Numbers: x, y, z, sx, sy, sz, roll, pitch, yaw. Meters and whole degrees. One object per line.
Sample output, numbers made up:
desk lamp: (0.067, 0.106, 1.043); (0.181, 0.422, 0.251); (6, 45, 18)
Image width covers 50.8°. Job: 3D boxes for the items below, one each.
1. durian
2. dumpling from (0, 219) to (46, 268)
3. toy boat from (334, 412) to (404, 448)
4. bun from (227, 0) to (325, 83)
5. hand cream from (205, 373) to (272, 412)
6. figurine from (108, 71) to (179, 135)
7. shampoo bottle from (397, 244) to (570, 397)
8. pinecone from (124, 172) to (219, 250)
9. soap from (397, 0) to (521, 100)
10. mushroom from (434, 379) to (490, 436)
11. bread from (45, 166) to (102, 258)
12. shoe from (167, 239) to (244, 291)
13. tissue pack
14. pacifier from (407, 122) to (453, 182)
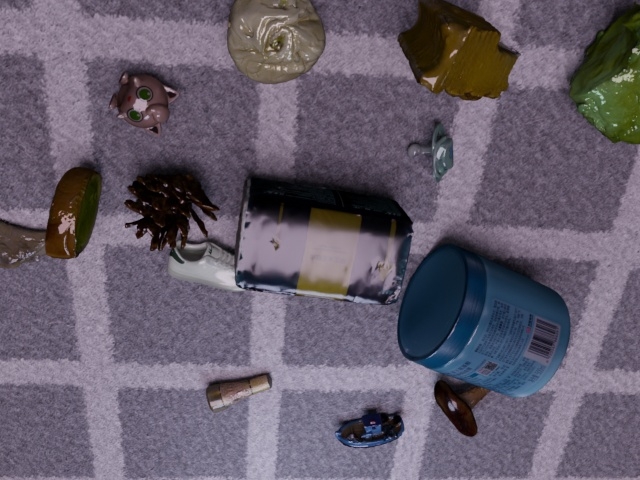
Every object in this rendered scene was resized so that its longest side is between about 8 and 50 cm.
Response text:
durian: (0.730, -0.377, 1.586); (0.255, 0.204, 0.339); (-33, 127, 30)
dumpling: (-0.861, 0.015, 1.743); (0.332, 0.086, 0.166); (18, 114, -10)
toy boat: (0.156, 0.604, 2.149); (0.223, 0.100, 0.097); (-9, 130, -1)
bun: (-0.100, -0.451, 1.498); (0.229, 0.145, 0.229); (-3, 119, -6)
hand cream: (-0.245, 0.455, 2.054); (0.203, 0.084, 0.084); (-19, 120, -2)
figurine: (-0.410, -0.320, 1.559); (0.138, 0.125, 0.125); (27, 115, -20)
shampoo bottle: (0.437, 0.223, 1.819); (0.342, 0.331, 0.331); (22, 116, -17)
pinecone: (-0.375, -0.070, 1.654); (0.229, 0.201, 0.202); (28, 158, 12)
soap: (0.341, -0.378, 1.459); (0.304, 0.339, 0.169); (20, 118, -14)
mushroom: (0.476, 0.477, 2.105); (0.217, 0.148, 0.227); (-38, 127, -4)
bread: (-0.594, -0.065, 1.630); (0.070, 0.236, 0.236); (13, 118, -8)
shoe: (-0.277, 0.062, 1.796); (0.264, 0.095, 0.110); (6, 134, -5)
tissue pack: (0.000, 0.000, 1.686); (0.416, 0.264, 0.253); (6, 106, -9)
pacifier: (0.273, -0.217, 1.689); (0.116, 0.127, 0.150); (5, 130, 20)
